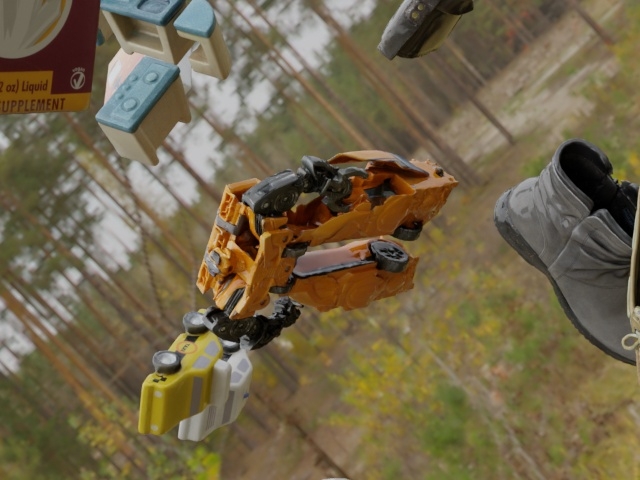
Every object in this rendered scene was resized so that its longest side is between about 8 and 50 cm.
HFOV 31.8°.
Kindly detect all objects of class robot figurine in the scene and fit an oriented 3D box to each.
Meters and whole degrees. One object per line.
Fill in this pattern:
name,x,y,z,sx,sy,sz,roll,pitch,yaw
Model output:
robot figurine,0.000,0.000,1.097,0.291,0.085,0.211,-8,-52,-43

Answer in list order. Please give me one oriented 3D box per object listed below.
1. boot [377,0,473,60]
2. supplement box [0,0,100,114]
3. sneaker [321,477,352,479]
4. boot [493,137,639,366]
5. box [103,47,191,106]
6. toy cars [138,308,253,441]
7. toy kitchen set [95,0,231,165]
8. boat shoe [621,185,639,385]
boot,0.156,-0.288,1.089,0.263,0.091,0.229,-37,-16,-54
supplement box,-0.163,-0.158,0.530,0.104,0.081,0.188,-12,-61,-49
sneaker,0.030,0.387,1.536,0.114,0.152,0.305,-69,-23,-8
boot,0.383,0.031,1.444,0.118,0.338,0.223,-51,4,-20
box,-0.284,-0.271,1.852,0.130,0.091,0.170,-47,29,26
toy cars,-0.145,0.195,1.531,0.393,0.087,0.176,60,-132,-76
toy kitchen set,-0.211,-0.187,1.060,0.166,0.207,0.122,-57,-30,-26
boat shoe,0.390,0.056,1.280,0.089,0.285,0.104,4,-3,-39
